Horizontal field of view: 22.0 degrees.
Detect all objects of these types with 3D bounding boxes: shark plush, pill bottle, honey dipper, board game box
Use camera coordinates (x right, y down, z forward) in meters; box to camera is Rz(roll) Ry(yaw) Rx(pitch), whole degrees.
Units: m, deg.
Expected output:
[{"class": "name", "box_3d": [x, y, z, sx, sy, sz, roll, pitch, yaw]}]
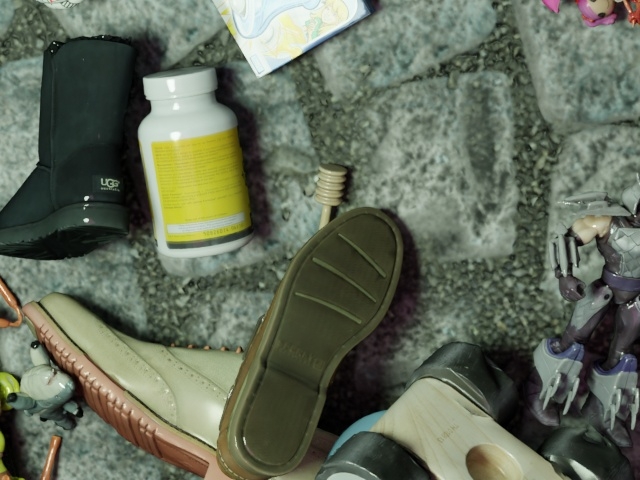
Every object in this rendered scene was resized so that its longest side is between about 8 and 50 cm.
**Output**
[{"class": "shark plush", "box_3d": [-0.283, 0.177, 1.746, 0.067, 0.073, 0.161, 17, 144, 9]}, {"class": "pill bottle", "box_3d": [-0.130, -0.080, 1.675, 0.103, 0.103, 0.184, -5, 103, 12]}, {"class": "honey dipper", "box_3d": [0.000, 0.000, 1.710, 0.030, 0.030, 0.160, 13, 109, 8]}, {"class": "board game box", "box_3d": [-0.053, -0.282, 1.646, 0.136, 0.035, 0.201, -29, 96, 16]}]

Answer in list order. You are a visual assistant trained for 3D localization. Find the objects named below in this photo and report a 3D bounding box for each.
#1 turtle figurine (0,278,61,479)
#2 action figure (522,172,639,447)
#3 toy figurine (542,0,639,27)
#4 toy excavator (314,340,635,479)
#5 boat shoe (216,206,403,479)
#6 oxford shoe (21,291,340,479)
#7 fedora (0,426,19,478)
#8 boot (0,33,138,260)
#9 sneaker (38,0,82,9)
[{"class": "turtle figurine", "box_3d": [-0.385, 0.167, 1.748, 0.087, 0.217, 0.269, -7, 96, 27]}, {"class": "action figure", "box_3d": [0.295, 0.056, 1.620, 0.185, 0.099, 0.285, 10, 115, -10]}, {"class": "toy figurine", "box_3d": [0.286, -0.253, 1.564, 0.159, 0.130, 0.173, -17, 125, 28]}, {"class": "toy excavator", "box_3d": [0.158, 0.388, 1.681, 0.433, 0.222, 0.445, 38, 136, 11]}, {"class": "boat shoe", "box_3d": [-0.023, 0.100, 1.653, 0.111, 0.104, 0.307, 36, 66, -10]}, {"class": "oxford shoe", "box_3d": [-0.138, 0.164, 1.745, 0.397, 0.140, 0.146, 37, 73, 7]}, {"class": "fedora", "box_3d": [-0.492, 0.278, 1.784, 0.152, 0.334, 0.334, -30, 97, 47]}, {"class": "boot", "box_3d": [-0.265, -0.093, 1.702, 0.246, 0.094, 0.207, -17, 68, 53]}, {"class": "sneaker", "box_3d": [-0.341, -0.305, 1.669, 0.270, 0.145, 0.090, 29, 98, 40]}]
